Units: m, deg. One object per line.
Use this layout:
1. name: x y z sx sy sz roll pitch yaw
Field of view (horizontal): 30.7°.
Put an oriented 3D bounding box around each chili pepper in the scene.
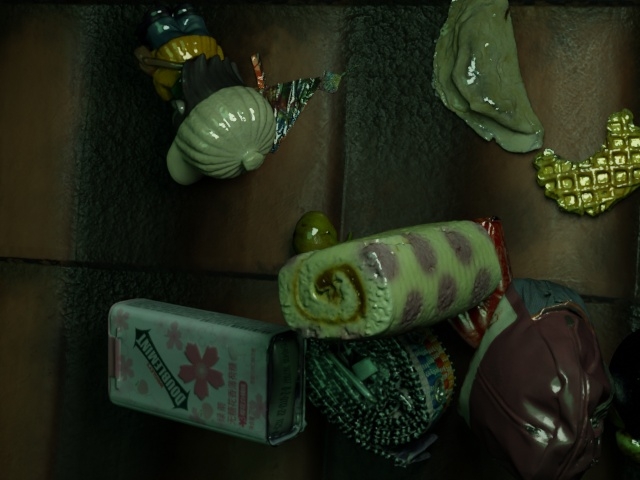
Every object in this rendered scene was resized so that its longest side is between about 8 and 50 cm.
1. chili pepper: 0.251 0.095 1.913 0.144 0.136 0.252 -14 88 -17

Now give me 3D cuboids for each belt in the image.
1. belt: 0.099 0.209 1.906 0.295 0.160 0.207 43 114 18

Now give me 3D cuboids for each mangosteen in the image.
1. mangosteen: 0.538 0.238 1.769 0.243 0.243 0.242 -2 83 14

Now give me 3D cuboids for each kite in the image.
1. kite: -0.106 -0.245 2.090 0.232 0.009 0.189 -12 82 14
2. kite: 0.027 -0.293 2.066 0.044 0.002 0.078 40 96 16

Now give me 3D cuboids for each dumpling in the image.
1. dumpling: 0.262 -0.296 1.966 0.166 0.086 0.332 -16 76 10

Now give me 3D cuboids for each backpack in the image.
1. backpack: 0.338 0.230 1.738 0.197 0.317 0.283 9 108 -12

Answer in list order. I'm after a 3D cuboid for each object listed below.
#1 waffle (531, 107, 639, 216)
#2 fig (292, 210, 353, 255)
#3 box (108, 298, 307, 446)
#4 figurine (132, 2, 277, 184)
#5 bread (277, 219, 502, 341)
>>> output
1. waffle: 0.451 -0.127 1.911 0.194 0.051 0.149 -39 77 8
2. fig: 0.000 0.000 2.006 0.098 0.082 0.084 23 54 1
3. box: -0.189 0.213 1.941 0.370 0.112 0.190 9 103 33
4. figurine: -0.200 -0.263 2.022 0.204 0.185 0.332 -23 84 54
5. bread: 0.112 0.061 1.737 0.187 0.338 0.155 -12 90 37
